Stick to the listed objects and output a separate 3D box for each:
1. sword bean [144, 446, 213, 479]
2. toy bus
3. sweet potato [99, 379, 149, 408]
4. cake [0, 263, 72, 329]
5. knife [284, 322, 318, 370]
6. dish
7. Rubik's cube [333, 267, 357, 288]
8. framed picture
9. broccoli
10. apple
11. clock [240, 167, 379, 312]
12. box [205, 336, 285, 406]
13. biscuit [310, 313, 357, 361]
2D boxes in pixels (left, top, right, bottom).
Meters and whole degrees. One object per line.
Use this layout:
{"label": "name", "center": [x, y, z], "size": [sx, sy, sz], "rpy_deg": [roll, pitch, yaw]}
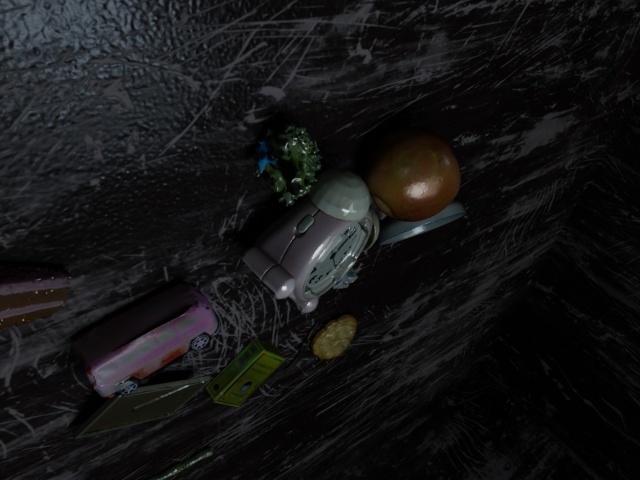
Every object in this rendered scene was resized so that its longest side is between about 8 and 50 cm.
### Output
{"label": "sword bean", "center": [-0.485, 0.771, 1.630], "size": [0.269, 0.038, 0.043], "rpy_deg": [-17, 162, -35]}
{"label": "toy bus", "center": [-0.378, 0.215, 1.079], "size": [0.302, 0.127, 0.147], "rpy_deg": [-31, 140, -20]}
{"label": "sweet potato", "center": [-0.477, 0.369, 1.202], "size": [0.069, 0.059, 0.249], "rpy_deg": [28, 108, -34]}
{"label": "cake", "center": [-0.560, 0.104, 0.801], "size": [0.295, 0.113, 0.116], "rpy_deg": [1, 127, -54]}
{"label": "knife", "center": [-0.055, 0.370, 1.677], "size": [0.045, 0.021, 0.222], "rpy_deg": [10, 119, -48]}
{"label": "dish", "center": [0.282, -0.091, 1.461], "size": [0.273, 0.134, 0.273], "rpy_deg": [-19, 171, -3]}
{"label": "Rubik's cube", "center": [0.071, 0.102, 1.481], "size": [0.073, 0.075, 0.084], "rpy_deg": [-48, 164, 33]}
{"label": "framed picture", "center": [-0.450, 0.428, 1.256], "size": [0.211, 0.020, 0.289], "rpy_deg": [-42, 153, 23]}
{"label": "broccoli", "center": [-0.064, -0.152, 1.006], "size": [0.154, 0.160, 0.167], "rpy_deg": [29, 117, -27]}
{"label": "apple", "center": [0.224, -0.159, 1.240], "size": [0.253, 0.253, 0.254], "rpy_deg": [-28, 142, -24]}
{"label": "clock", "center": [0.000, 0.000, 1.190], "size": [0.326, 0.184, 0.342], "rpy_deg": [-44, 164, -2]}
{"label": "box", "center": [-0.229, 0.411, 1.500], "size": [0.220, 0.064, 0.141], "rpy_deg": [-43, 147, 0]}
{"label": "biscuit", "center": [0.050, 0.361, 1.766], "size": [0.203, 0.041, 0.260], "rpy_deg": [-38, 146, -17]}
